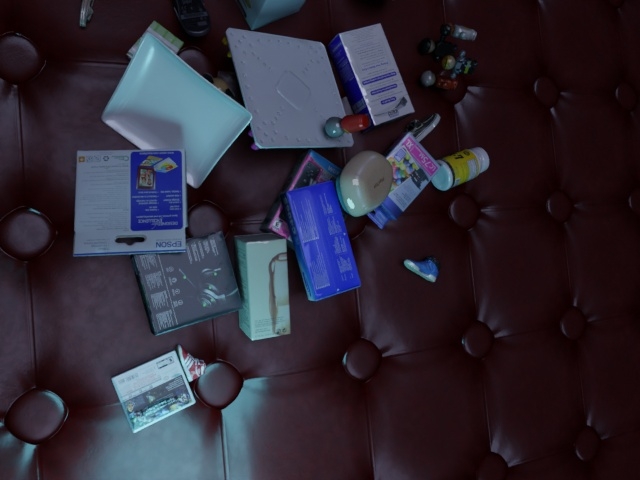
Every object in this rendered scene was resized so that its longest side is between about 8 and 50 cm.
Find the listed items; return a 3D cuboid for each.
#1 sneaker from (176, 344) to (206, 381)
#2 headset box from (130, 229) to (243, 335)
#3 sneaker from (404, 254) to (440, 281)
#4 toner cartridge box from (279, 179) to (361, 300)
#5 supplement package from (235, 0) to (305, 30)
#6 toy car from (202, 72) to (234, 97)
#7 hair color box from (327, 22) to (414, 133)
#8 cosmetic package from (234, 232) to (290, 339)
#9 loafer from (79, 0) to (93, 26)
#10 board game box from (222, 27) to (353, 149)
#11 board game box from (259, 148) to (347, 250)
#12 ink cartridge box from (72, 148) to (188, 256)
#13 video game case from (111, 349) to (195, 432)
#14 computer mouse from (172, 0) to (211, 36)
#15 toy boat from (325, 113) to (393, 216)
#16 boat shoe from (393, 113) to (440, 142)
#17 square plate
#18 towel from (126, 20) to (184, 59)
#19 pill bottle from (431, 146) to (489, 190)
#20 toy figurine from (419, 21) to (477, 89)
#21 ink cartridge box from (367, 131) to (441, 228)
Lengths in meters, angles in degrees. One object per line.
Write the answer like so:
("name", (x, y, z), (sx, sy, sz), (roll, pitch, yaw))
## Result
("sneaker", (-0.386, 0.358, 1.550), (0.067, 0.042, 0.118), (-21, 101, -19))
("headset box", (-0.387, 0.119, 1.524), (0.283, 0.131, 0.246), (-16, 91, -23))
("sneaker", (0.376, 0.083, 1.877), (0.152, 0.058, 0.084), (30, 81, -22))
("toner cartridge box", (0.000, 0.000, 1.623), (0.165, 0.075, 0.348), (-15, 92, -21))
("supplement package", (-0.141, -0.823, 1.638), (0.204, 0.262, 0.145), (-32, 97, -21))
("toy car", (-0.314, -0.414, 1.503), (0.155, 0.188, 0.149), (32, 70, -16))
("hair color box", (0.181, -0.575, 1.833), (0.185, 0.110, 0.339), (-23, 93, -24))
("cosmetic package", (-0.177, 0.134, 1.568), (0.129, 0.153, 0.296), (-6, 102, -22))
("loafer", (-0.687, -0.691, 1.522), (0.039, 0.045, 0.125), (6, 80, -28))
("board game box", (-0.098, -0.472, 1.655), (0.390, 0.050, 0.390), (-9, 79, -40))
("board game box", (-0.028, -0.114, 1.712), (0.224, 0.097, 0.303), (31, 74, -18))
("ink cartridge box", (-0.533, -0.107, 1.461), (0.303, 0.072, 0.307), (-2, 80, -7))
("video game case", (-0.488, 0.440, 1.513), (0.190, 0.022, 0.173), (-22, 93, -23))
("computer mouse", (-0.386, -0.764, 1.645), (0.184, 0.060, 0.262), (-22, 82, -18))
("toy boat", (0.115, -0.247, 1.646), (0.267, 0.148, 0.318), (-36, 116, -46))
("boat shoe", (0.358, -0.412, 1.906), (0.219, 0.078, 0.070), (-45, 103, -18))
("square plate", (-0.415, -0.361, 1.483), (0.347, 0.344, 0.049), (37, 37, -16))
("towel", (-0.512, -0.592, 1.599), (0.113, 0.023, 0.152), (36, 71, -18))
("pill bottle", (0.525, -0.275, 1.940), (0.208, 0.119, 0.119), (-23, 94, -23))
("toy figurine", (0.467, -0.682, 1.905), (0.148, 0.209, 0.213), (5, 83, -16))
("ink cartridge box", (0.266, -0.211, 1.831), (0.186, 0.065, 0.311), (44, 85, -16))
